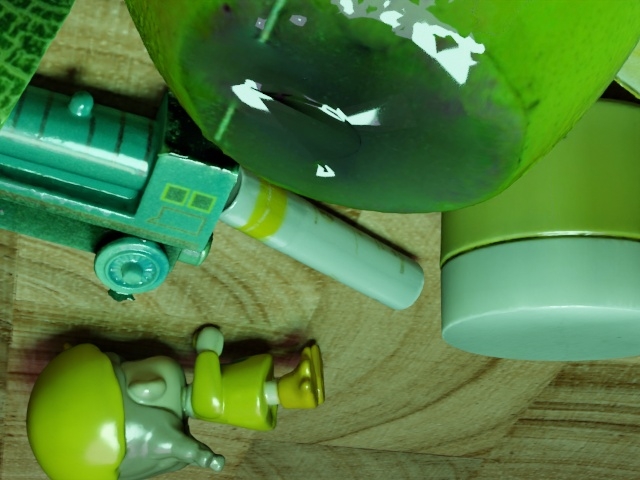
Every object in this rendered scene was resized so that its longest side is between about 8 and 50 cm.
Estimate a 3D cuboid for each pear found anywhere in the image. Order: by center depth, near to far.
[{"bbox_3d":[0.020,-0.150,0.906,0.398,0.165,0.399,12,147,8],"label":"pear"}]

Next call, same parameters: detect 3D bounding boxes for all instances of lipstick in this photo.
[{"bbox_3d":[0.000,0.000,1.345,0.059,0.059,0.264,-27,141,36],"label":"lipstick"}]

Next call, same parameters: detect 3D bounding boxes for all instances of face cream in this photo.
[{"bbox_3d":[0.213,-0.004,1.179,0.218,0.179,0.218,1,164,0],"label":"face cream"}]

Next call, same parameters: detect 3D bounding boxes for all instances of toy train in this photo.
[{"bbox_3d":[-0.224,-0.065,1.187,0.298,0.120,0.194,15,134,-16],"label":"toy train"}]

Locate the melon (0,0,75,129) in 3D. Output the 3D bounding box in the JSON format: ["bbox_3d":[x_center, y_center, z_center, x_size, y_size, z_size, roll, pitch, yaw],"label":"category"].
[{"bbox_3d":[-0.322,-0.117,0.988,0.226,0.331,0.343,2,137,-45],"label":"melon"}]

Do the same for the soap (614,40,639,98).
[{"bbox_3d":[0.340,-0.168,1.043,0.315,0.091,0.199,24,142,-36],"label":"soap"}]

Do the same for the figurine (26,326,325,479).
[{"bbox_3d":[-0.168,0.189,1.556,0.343,0.187,0.215,-11,160,5],"label":"figurine"}]
